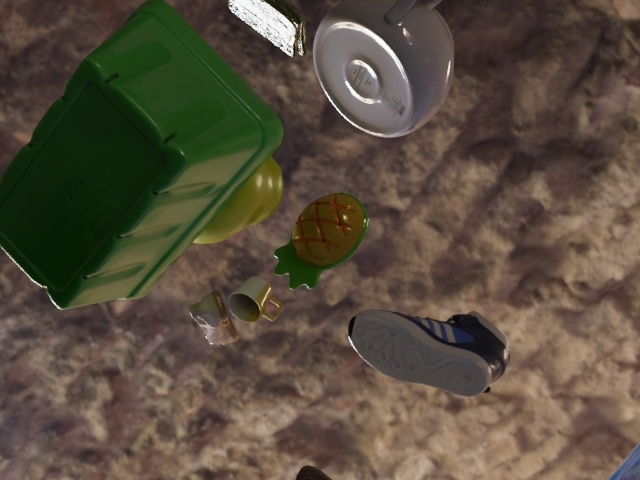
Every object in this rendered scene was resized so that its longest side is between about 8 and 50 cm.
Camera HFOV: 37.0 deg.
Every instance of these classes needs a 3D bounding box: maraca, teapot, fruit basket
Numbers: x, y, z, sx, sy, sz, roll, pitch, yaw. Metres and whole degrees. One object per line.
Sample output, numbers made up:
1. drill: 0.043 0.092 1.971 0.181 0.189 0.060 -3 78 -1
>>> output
1. maraca: 0.000 0.000 1.592 0.185 0.127 0.099 -48 -36 -1
2. teapot: 0.126 -0.306 1.540 0.187 0.256 0.252 -40 -61 -30
3. fruit basket: -0.209 -0.101 1.264 0.392 0.283 0.392 -44 -1 -1

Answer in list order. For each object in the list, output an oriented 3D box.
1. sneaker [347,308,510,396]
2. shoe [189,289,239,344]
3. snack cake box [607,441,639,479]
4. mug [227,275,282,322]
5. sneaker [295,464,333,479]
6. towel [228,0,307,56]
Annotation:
1. sneaker: 0.242 0.210 2.025 0.236 0.323 0.130 -30 -44 -60
2. shoe: -0.187 0.137 1.668 0.058 0.076 0.219 -24 -18 -7
3. snack cake box: 0.390 0.300 1.033 0.264 0.152 0.089 -31 -11 -40
4. mug: -0.107 0.097 1.568 0.062 0.078 0.064 -21 23 37
5. sneaker: 0.029 0.540 1.979 0.066 0.188 0.071 -67 -6 33
6. towel: -0.079 -0.338 1.414 0.027 0.148 0.110 -50 -10 -18
